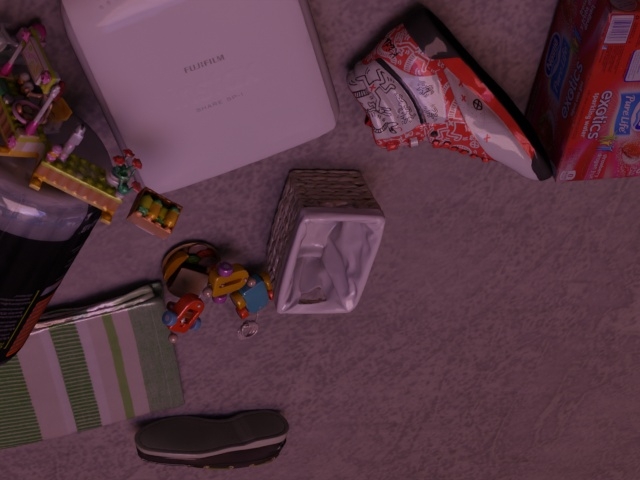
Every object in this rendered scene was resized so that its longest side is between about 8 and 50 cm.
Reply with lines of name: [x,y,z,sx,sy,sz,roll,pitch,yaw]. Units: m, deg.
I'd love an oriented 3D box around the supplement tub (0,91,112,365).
supplement tub: [-0.387,0.008,1.610,0.207,0.207,0.338,15,127,-31]

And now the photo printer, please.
photo printer: [-0.131,-0.213,1.564,0.256,0.107,0.307,-20,136,-1]

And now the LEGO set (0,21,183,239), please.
LEGO set: [-0.250,-0.121,1.478,0.107,0.287,0.132,-49,168,34]

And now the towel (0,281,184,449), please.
towel: [-0.353,0.176,1.913,0.325,0.038,0.248,-14,137,-10]

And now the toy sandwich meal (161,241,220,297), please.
toy sandwich meal: [-0.166,0.038,1.849,0.086,0.029,0.085,-10,135,-11]

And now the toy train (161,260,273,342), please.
toy train: [-0.133,0.076,1.857,0.166,0.046,0.125,12,119,-51]

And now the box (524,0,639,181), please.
box: [0.348,-0.205,1.735,0.128,0.122,0.257,-4,134,-15]

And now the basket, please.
basket: [0.000,0.000,1.821,0.113,0.103,0.167,0,131,-20]

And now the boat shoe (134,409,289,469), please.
boat shoe: [-0.157,0.297,2.065,0.228,0.081,0.068,-3,129,-21]

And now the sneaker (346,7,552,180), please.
sneaker: [0.150,-0.140,1.723,0.145,0.090,0.270,-37,116,18]
